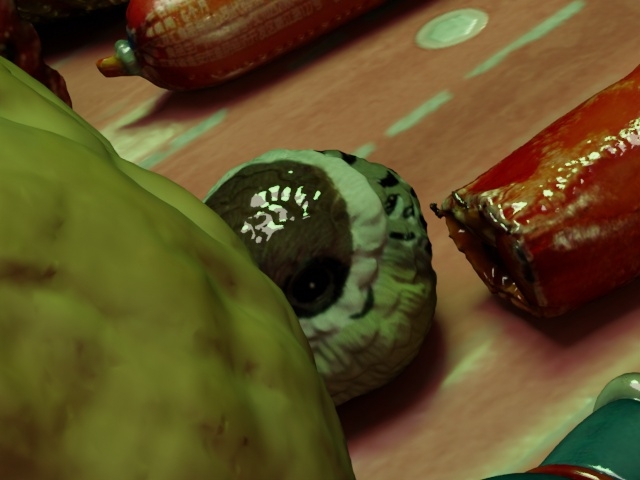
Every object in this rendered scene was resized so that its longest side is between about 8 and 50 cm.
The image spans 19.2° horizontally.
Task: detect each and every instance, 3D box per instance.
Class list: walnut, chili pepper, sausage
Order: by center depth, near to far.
[{"bbox_3d":[-0.145,0.066,0.503,0.277,0.313,0.252,-38,40,35],"label":"walnut"},{"bbox_3d":[0.110,-0.023,0.692,0.123,0.073,0.070,-33,74,-11],"label":"chili pepper"},{"bbox_3d":[0.012,-0.146,0.947,0.274,0.074,0.074,-29,31,-8],"label":"sausage"}]

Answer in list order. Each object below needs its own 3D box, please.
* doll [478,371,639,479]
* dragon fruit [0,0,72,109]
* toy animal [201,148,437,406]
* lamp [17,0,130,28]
[{"bbox_3d":[0.070,0.095,0.523,0.114,0.085,0.152,15,36,31],"label":"doll"},{"bbox_3d":[-0.271,-0.073,0.975,0.330,0.240,0.302,-11,55,62],"label":"dragon fruit"},{"bbox_3d":[0.000,0.000,0.702,0.098,0.098,0.137,-6,34,26],"label":"toy animal"},{"bbox_3d":[-0.173,-0.205,1.076,0.274,0.177,0.177,-11,32,24],"label":"lamp"}]
